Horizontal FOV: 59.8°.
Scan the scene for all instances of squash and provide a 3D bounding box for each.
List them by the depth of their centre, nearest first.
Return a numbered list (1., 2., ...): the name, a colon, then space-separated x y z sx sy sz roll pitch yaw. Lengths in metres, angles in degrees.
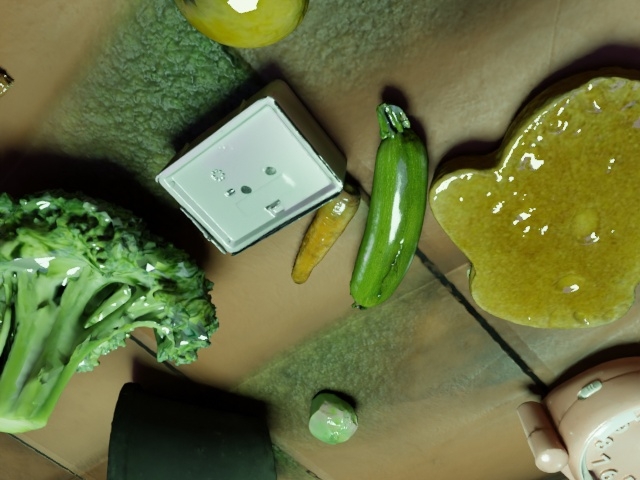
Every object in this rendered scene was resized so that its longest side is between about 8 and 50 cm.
1. squash: 0.085 -0.015 0.694 0.080 0.071 0.319 12 127 8

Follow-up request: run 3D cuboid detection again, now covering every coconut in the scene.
1. coconut: 0.022 0.303 0.936 0.082 0.081 0.083 -11 115 3

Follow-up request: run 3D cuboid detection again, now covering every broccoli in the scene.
1. broccoli: -0.323 0.098 0.744 0.374 0.302 0.249 12 166 -4

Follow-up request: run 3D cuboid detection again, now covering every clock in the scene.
1. clock: -0.083 -0.084 0.678 0.191 0.071 0.147 -29 116 28
2. clock: 0.444 0.259 0.796 0.227 0.142 0.241 39 114 -18

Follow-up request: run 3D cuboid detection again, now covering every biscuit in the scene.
1. biscuit: 0.269 -0.035 0.654 0.287 0.057 0.344 7 127 6

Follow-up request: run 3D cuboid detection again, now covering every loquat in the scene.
1. loquat: -0.069 -0.255 0.511 0.163 0.137 0.163 2 107 7

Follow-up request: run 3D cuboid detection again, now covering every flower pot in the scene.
1. flower pot: -0.209 0.416 0.946 0.250 0.379 0.380 -4 128 -12

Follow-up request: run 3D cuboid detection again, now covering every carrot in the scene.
1. carrot: 0.000 0.000 0.742 0.047 0.047 0.191 24 128 -7

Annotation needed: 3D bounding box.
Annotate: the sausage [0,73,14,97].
1. sausage: -0.445 -0.161 0.717 0.158 0.042 0.036 -38 74 29
